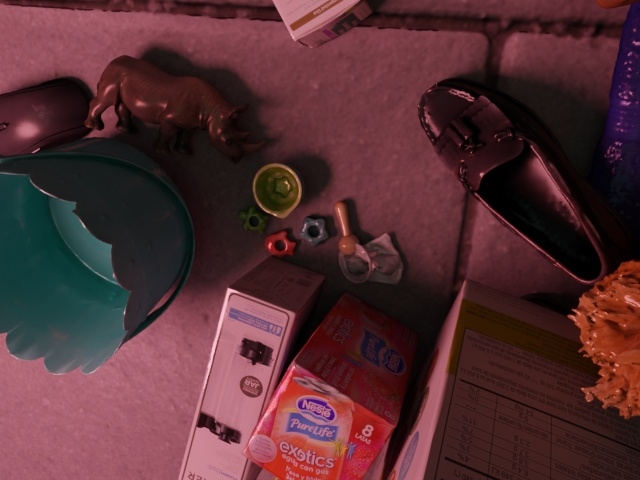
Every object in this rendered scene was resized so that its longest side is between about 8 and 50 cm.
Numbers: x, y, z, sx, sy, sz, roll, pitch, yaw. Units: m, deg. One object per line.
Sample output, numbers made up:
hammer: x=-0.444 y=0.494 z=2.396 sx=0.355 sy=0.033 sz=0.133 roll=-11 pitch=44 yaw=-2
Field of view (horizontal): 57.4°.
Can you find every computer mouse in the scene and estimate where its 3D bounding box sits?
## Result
computer mouse: x=-0.444 y=-0.122 z=0.843 sx=0.262 sy=0.060 sz=0.184 roll=-9 pitch=99 yaw=15

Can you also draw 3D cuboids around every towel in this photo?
towel: x=0.424 y=-0.099 z=0.641 sx=0.227 sy=0.076 sz=0.308 roll=12 pitch=105 yaw=18

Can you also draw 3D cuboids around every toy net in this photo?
toy net: x=0.000 y=0.000 z=0.772 sx=0.232 sy=0.045 sz=0.122 roll=36 pitch=107 yaw=3

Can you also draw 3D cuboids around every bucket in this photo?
bucket: x=-0.309 y=0.008 z=0.746 sx=0.281 sy=0.183 sz=0.281 roll=9 pitch=120 yaw=16

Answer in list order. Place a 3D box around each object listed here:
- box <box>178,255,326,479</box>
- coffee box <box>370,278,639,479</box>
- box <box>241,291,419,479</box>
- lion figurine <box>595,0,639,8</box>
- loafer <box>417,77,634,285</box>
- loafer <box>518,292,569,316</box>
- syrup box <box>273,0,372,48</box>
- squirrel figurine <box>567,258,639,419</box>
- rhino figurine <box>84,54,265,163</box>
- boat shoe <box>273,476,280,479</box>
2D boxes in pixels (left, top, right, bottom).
box: x=-0.088 y=0.183 z=0.769 sx=0.087 sy=0.169 sz=0.290 roll=19 pitch=106 yaw=9
coffee box: x=0.224 y=0.308 z=0.589 sx=0.338 sy=0.334 sz=0.338 roll=21 pitch=126 yaw=8
box: x=0.026 y=0.174 z=0.693 sx=0.122 sy=0.257 sz=0.128 roll=30 pitch=107 yaw=7
lion figurine: x=0.366 y=-0.298 z=0.530 sx=0.392 sy=0.240 sz=0.142 roll=-8 pitch=84 yaw=18
loafer: x=0.219 y=-0.072 z=0.648 sx=0.302 sy=0.095 sz=0.109 roll=48 pitch=122 yaw=13
loafer: x=0.337 y=0.176 z=0.709 sx=0.267 sy=0.084 sz=0.096 roll=39 pitch=106 yaw=3
syrup box: x=-0.035 y=-0.353 z=0.678 sx=0.096 sy=0.093 sz=0.237 roll=-27 pitch=95 yaw=17
squirrel figurine: x=0.380 y=-0.004 z=0.434 sx=0.281 sy=0.370 sz=0.397 roll=27 pitch=109 yaw=12
rhino figurine: x=-0.186 y=-0.166 z=0.767 sx=0.243 sy=0.073 sz=0.106 roll=20 pitch=109 yaw=7
boat shoe: x=-0.045 y=0.363 z=0.862 sx=0.050 sy=0.045 sz=0.135 roll=0 pitch=102 yaw=13
